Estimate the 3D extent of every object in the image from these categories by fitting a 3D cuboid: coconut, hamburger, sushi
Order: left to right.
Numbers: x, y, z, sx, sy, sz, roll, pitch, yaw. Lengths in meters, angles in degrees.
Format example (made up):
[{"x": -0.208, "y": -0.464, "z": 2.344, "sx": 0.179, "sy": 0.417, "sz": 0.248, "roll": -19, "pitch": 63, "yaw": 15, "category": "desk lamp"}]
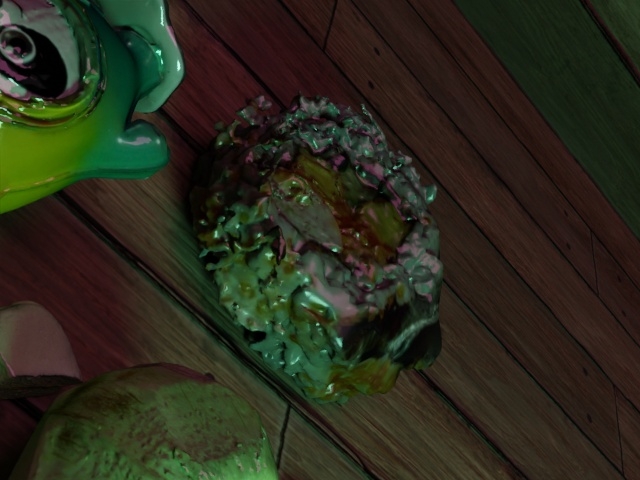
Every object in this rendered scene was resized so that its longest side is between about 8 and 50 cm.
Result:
[{"x": -0.273, "y": 0.097, "z": 0.965, "sx": 0.121, "sy": 0.054, "sz": 0.084, "roll": 12, "pitch": 51, "yaw": -57, "category": "hamburger"}, {"x": -0.155, "y": 0.203, "z": 0.902, "sx": 0.204, "sy": 0.236, "sz": 0.235, "roll": 66, "pitch": 18, "yaw": -45, "category": "coconut"}, {"x": -0.001, "y": -0.004, "z": 1.364, "sx": 0.418, "sy": 0.176, "sz": 0.417, "roll": 29, "pitch": 45, "yaw": -34, "category": "sushi"}]

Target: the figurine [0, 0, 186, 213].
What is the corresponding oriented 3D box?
[{"x": -0.296, "y": -0.145, "z": 0.990, "sx": 0.324, "sy": 0.231, "sz": 0.340, "roll": 37, "pitch": 37, "yaw": 7, "category": "figurine"}]
